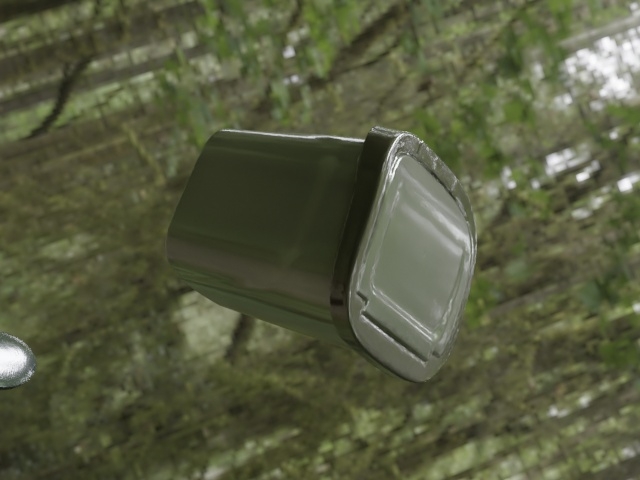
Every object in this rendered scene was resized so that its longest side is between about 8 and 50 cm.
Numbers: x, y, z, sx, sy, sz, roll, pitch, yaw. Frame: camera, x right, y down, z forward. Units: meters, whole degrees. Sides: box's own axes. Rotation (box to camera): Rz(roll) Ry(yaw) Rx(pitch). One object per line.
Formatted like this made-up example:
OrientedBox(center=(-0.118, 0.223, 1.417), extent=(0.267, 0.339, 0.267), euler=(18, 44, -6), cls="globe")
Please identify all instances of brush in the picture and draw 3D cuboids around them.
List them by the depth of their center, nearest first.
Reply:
OrientedBox(center=(-0.130, 0.043, 0.503), extent=(0.083, 0.008, 0.024), euler=(5, 61, -61), cls="brush")

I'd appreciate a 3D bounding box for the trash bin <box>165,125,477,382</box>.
OrientedBox(center=(0.000, 0.000, 1.422), extent=(0.250, 0.219, 0.220), euler=(11, -19, 36), cls="trash bin")
